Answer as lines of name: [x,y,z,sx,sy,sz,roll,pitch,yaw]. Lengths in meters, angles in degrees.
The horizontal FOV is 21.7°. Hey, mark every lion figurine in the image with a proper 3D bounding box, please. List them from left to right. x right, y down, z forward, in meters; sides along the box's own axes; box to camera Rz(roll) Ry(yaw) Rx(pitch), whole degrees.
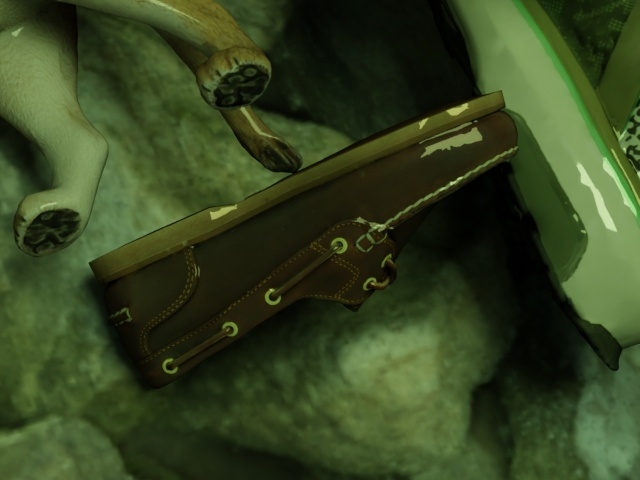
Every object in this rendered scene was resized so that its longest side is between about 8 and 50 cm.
lion figurine: [-0.210,-0.110,0.735,0.392,0.142,0.240,4,39,-39]

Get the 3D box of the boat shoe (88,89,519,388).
boat shoe: [0.000,0.000,0.762,0.207,0.073,0.073,-25,89,6]

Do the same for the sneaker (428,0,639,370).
sneaker: [0.144,-0.148,0.858,0.182,0.158,0.410,-20,79,4]
